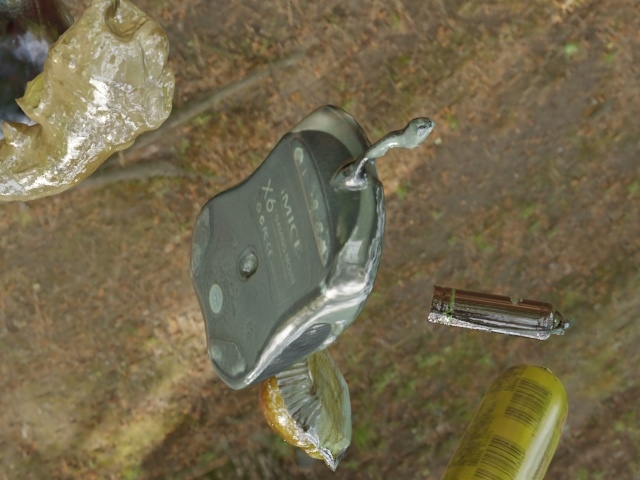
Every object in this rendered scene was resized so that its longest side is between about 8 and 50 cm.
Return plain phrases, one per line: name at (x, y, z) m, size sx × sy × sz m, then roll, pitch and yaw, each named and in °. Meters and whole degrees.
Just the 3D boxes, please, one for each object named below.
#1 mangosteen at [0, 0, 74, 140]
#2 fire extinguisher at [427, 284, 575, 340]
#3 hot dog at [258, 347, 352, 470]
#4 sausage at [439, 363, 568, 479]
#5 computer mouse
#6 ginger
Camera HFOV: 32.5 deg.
mangosteen at (-0.441, -0.244, 1.370) m, size 0.300 × 0.300 × 0.300 m, roll -20°, pitch 143°, yaw -16°
fire extinguisher at (0.195, 0.080, 1.179) m, size 0.158 × 0.064 × 0.043 m, roll 8°, pitch 108°, yaw 8°
hot dog at (-0.017, 0.210, 1.482) m, size 0.081 × 0.163 × 0.270 m, roll -5°, pitch 152°, yaw 14°
sausage at (0.251, 0.295, 1.508) m, size 0.347 × 0.123 × 0.123 m, roll -51°, pitch 162°, yaw -41°
computer mouse at (0.000, 0.000, 0.854) m, size 0.090 × 0.167 × 0.379 m, roll -3°, pitch 159°, yaw -31°
ginger at (-0.137, -0.063, 0.577) m, size 0.173 × 0.051 × 0.069 m, roll -34°, pitch 121°, yaw 30°
